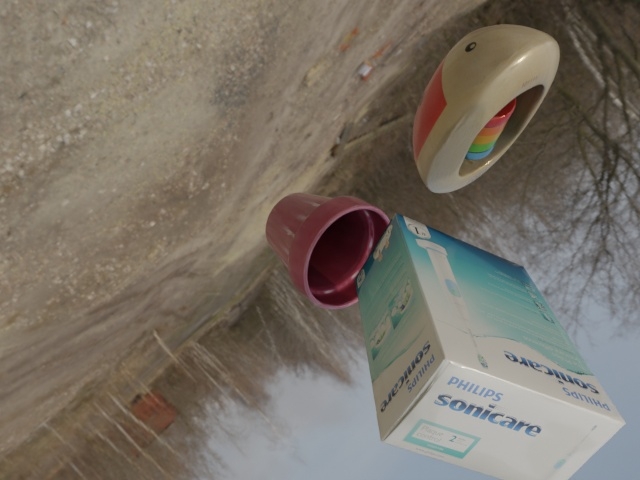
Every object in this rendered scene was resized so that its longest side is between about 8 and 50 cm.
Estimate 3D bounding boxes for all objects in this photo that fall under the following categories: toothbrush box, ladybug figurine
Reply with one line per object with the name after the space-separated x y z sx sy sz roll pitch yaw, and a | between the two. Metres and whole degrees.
0.174 0.118 0.675 0.295 0.217 0.126 -97 -148 -61 | toothbrush box
0.310 -0.263 1.156 0.305 0.162 0.449 -32 160 -19 | ladybug figurine

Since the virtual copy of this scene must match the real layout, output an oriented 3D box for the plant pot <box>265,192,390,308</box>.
0.000 0.000 1.032 0.201 0.201 0.180 -43 -137 -16 | plant pot
